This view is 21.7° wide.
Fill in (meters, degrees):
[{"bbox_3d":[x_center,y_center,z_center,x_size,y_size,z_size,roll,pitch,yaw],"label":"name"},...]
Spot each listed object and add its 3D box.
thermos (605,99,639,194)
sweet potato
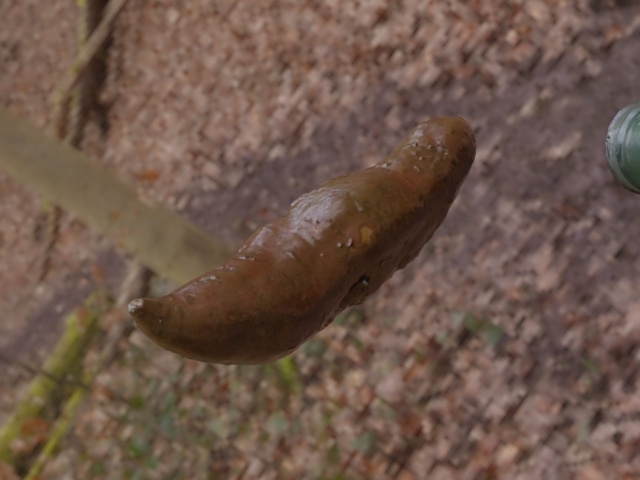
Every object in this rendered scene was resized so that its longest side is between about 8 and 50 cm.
[{"bbox_3d":[0.275,-0.068,1.176,0.083,0.073,0.187,-45,13,-7],"label":"thermos"},{"bbox_3d":[-0.001,0.014,1.223,0.095,0.106,0.354,20,39,39],"label":"sweet potato"}]
